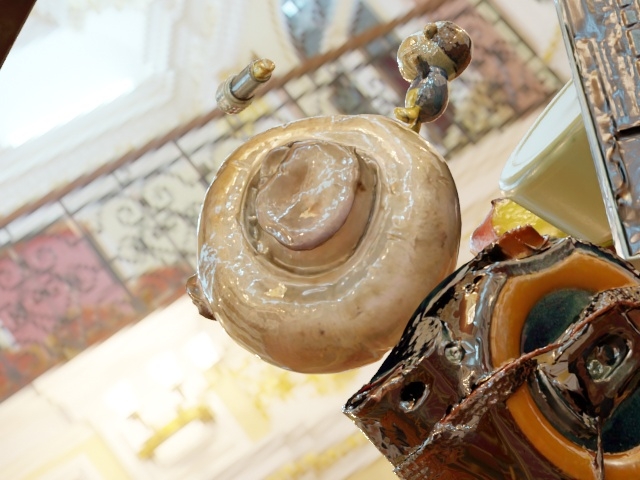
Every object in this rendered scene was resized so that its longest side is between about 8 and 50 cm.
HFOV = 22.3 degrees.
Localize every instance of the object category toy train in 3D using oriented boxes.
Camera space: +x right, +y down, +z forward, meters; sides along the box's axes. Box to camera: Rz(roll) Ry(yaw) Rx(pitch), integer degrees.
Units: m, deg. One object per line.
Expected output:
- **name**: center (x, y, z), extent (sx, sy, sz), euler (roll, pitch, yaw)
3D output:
- **toy train**: center (0.284, -0.147, 1.532), extent (0.087, 0.407, 0.088), euler (-12, -29, 7)

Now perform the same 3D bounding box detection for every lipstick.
- **lipstick**: center (-0.070, -0.157, 1.587), extent (0.037, 0.037, 0.116), euler (-30, -1, -24)

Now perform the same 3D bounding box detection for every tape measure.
- **tape measure**: center (0.144, 0.102, 1.043), extent (0.223, 0.202, 0.135), euler (-45, 3, -34)

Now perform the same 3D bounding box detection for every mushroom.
- **mushroom**: center (0.000, 0.000, 1.419), extent (0.255, 0.255, 0.184), euler (-38, -18, -3)

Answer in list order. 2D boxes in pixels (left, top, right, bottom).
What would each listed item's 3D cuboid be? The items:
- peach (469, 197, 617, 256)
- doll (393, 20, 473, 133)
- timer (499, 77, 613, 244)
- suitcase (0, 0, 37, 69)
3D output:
- **peach**: center (0.319, 0.017, 1.997), extent (0.267, 0.154, 0.158), euler (-17, -50, 14)
- **doll**: center (0.130, -0.206, 2.015), extent (0.179, 0.089, 0.102), euler (-58, -21, -28)
- **timer**: center (0.405, -0.066, 1.814), extent (0.291, 0.315, 0.291), euler (-48, 4, 4)
- **suitcase**: center (-0.462, -0.327, 1.798), extent (0.339, 0.188, 0.345), euler (17, -63, -36)
